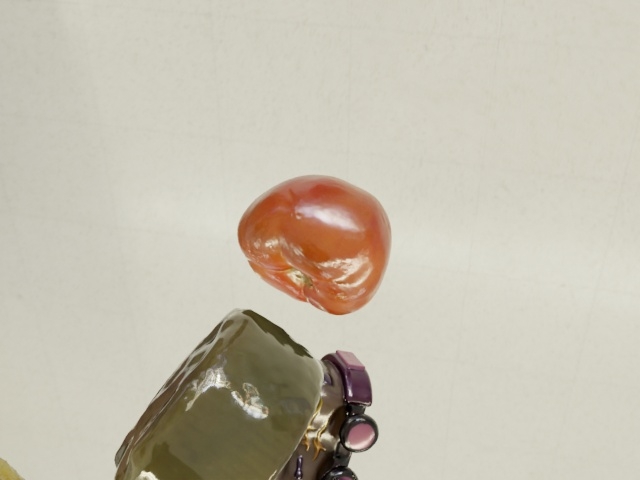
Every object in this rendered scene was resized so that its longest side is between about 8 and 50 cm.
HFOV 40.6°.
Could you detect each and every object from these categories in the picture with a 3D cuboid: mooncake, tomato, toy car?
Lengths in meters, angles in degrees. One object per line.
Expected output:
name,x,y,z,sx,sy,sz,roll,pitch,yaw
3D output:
mooncake,-0.128,0.221,1.055,0.156,0.284,0.284,37,126,-5
tomato,-0.004,-0.002,1.353,0.260,0.180,0.259,22,154,11
toy car,-0.049,0.377,1.726,0.241,0.271,0.340,14,98,-19

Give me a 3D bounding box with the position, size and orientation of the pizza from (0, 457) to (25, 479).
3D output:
pizza,-0.255,0.331,0.802,0.087,0.268,0.258,-40,108,1
